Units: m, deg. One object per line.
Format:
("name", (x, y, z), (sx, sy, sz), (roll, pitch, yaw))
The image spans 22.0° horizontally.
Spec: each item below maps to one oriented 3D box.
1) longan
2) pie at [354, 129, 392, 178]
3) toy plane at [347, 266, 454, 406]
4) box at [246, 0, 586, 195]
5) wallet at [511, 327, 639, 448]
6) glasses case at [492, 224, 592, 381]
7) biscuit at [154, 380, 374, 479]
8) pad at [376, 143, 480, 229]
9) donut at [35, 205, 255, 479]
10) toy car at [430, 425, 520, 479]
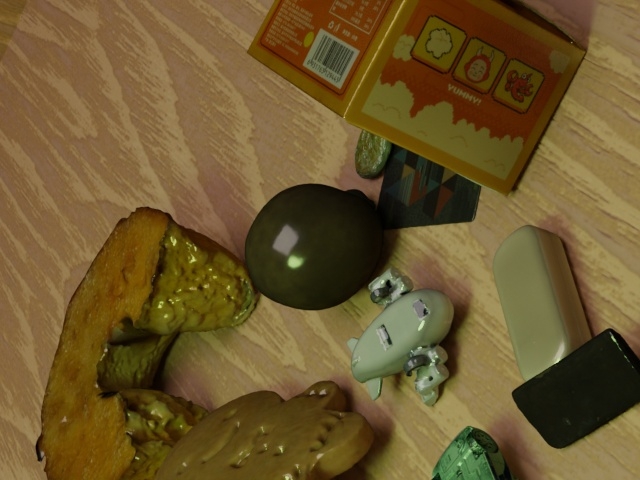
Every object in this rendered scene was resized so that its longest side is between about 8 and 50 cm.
("longan", (0.000, 0.000, 2.114), (0.184, 0.159, 0.204), (-5, 30, 41))
("pie", (0.069, -0.121, 2.188), (0.084, 0.021, 0.084), (-35, 48, 50))
("toy plane", (0.097, 0.118, 1.960), (0.174, 0.080, 0.174), (-3, 85, 46))
("box", (0.110, -0.228, 1.955), (0.214, 0.259, 0.283), (-63, 33, 10))
("wallet", (0.268, 0.155, 1.690), (0.082, 0.018, 0.156), (52, 131, 5))
("glasses case", (0.240, 0.072, 1.790), (0.083, 0.050, 0.196), (-47, 38, 37))
("biscuit", (-0.085, 0.272, 2.060), (0.275, 0.052, 0.355), (-45, 24, -22))
("pad", (0.140, -0.084, 2.077), (0.211, 0.003, 0.143), (-6, 69, 56))
("donut", (-0.256, 0.184, 2.399), (0.377, 0.163, 0.435), (-9, 68, 57))
("toy car", (0.182, 0.295, 1.732), (0.090, 0.076, 0.224), (-56, 29, 26))
